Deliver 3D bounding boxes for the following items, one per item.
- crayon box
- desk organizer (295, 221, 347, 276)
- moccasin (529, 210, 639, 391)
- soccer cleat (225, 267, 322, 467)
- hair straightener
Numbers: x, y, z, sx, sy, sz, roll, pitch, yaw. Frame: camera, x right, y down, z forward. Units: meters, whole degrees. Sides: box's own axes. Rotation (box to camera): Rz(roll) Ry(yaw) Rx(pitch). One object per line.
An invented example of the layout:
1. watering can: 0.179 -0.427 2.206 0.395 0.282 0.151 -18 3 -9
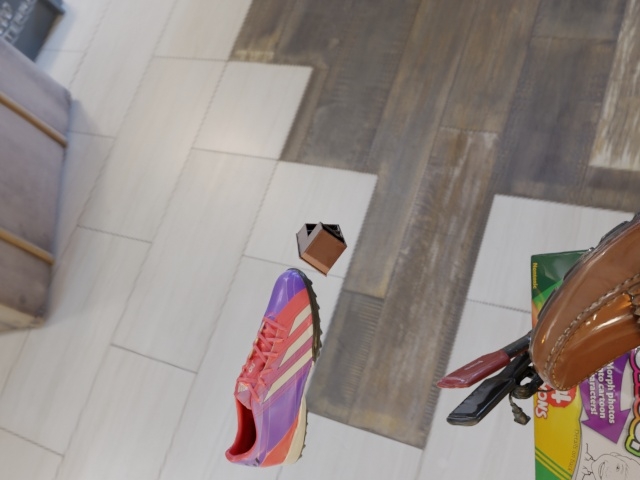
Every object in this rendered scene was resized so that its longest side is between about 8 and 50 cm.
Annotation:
1. crayon box: 0.416 0.186 0.834 0.313 0.106 0.363 -10 76 51
2. desk organizer: 0.000 0.000 0.965 0.047 0.130 0.050 35 100 -12
3. moccasin: 0.368 0.032 0.626 0.379 0.139 0.147 -30 48 8
4. soccer cleat: -0.076 0.201 1.082 0.108 0.116 0.319 16 101 57
5. hair straightener: 0.213 0.163 0.789 0.047 0.230 0.089 -11 94 41
